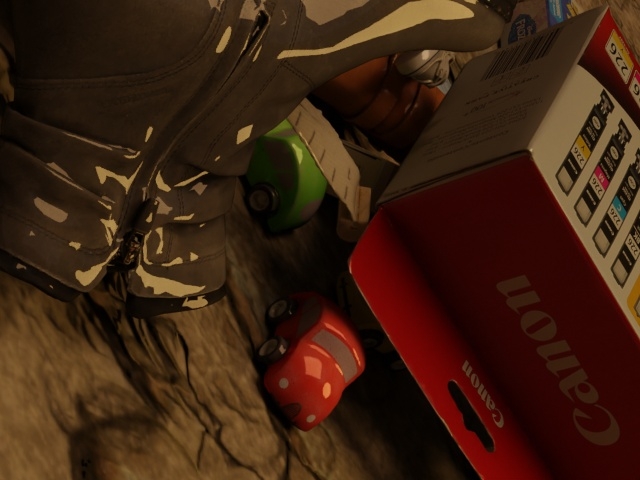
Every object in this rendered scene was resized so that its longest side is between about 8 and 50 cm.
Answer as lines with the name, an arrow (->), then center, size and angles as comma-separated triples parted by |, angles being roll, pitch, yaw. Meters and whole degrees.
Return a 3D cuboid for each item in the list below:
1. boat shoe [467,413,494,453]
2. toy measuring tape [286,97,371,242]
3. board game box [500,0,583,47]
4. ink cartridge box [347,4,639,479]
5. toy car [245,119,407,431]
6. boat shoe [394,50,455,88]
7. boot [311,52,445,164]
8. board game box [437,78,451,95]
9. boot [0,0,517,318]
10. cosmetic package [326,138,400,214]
boat shoe -> 0.238, 0.132, 1.387 | 0.156, 0.135, 0.367 | 58, 28, -12
toy measuring tape -> -0.087, -0.107, 1.027 | 0.330, 0.121, 0.121 | 54, 25, -37
board game box -> 0.305, -0.099, 1.819 | 0.318, 0.066, 0.319 | 46, 31, -33
ink cartridge box -> 0.184, 0.045, 1.154 | 0.309, 0.130, 0.272 | 56, 39, -19
toy car -> 0.000, 0.000, 1.143 | 0.225, 0.053, 0.239 | 66, 25, 4
boat shoe -> 0.081, -0.129, 1.215 | 0.035, 0.035, 0.100 | 60, 17, -8
boot -> 0.012, -0.122, 1.227 | 0.220, 0.109, 0.283 | 49, 15, -16
board game box -> 0.108, -0.075, 1.458 | 0.281, 0.027, 0.145 | 64, 23, 0
boot -> -0.044, -0.073, 0.927 | 0.338, 0.118, 0.223 | 3, 103, -39
cosmetic package -> 0.047, -0.040, 1.257 | 0.060, 0.041, 0.115 | 26, 3, 32
